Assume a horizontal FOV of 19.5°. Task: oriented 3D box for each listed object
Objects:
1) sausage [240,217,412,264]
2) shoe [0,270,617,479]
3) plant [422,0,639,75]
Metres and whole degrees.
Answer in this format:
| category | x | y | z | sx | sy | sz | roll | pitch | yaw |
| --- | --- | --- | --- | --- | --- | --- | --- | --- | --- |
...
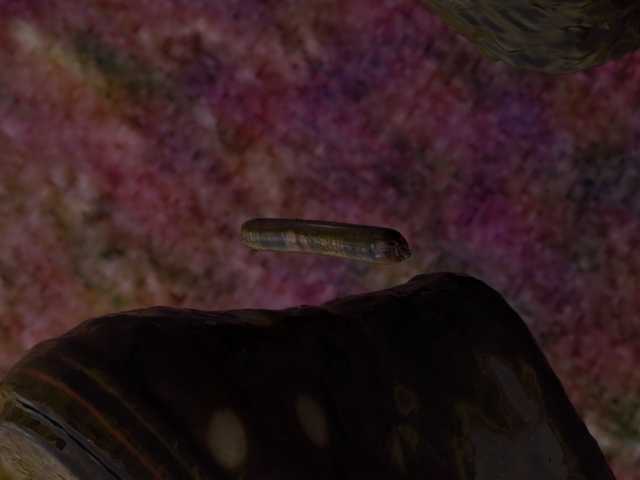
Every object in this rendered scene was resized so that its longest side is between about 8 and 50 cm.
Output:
| category | x | y | z | sx | sy | sz | roll | pitch | yaw |
| --- | --- | --- | --- | --- | --- | --- | --- | --- | --- |
| sausage | 0.000 | 0.000 | 1.263 | 0.198 | 0.025 | 0.028 | 7 | 108 | 56 |
| shoe | 0.017 | 0.114 | 0.998 | 0.171 | 0.237 | 0.384 | 19 | 160 | 50 |
| plant | 0.145 | -0.271 | 1.350 | 0.215 | 0.213 | 0.312 | 18 | 168 | 22 |
